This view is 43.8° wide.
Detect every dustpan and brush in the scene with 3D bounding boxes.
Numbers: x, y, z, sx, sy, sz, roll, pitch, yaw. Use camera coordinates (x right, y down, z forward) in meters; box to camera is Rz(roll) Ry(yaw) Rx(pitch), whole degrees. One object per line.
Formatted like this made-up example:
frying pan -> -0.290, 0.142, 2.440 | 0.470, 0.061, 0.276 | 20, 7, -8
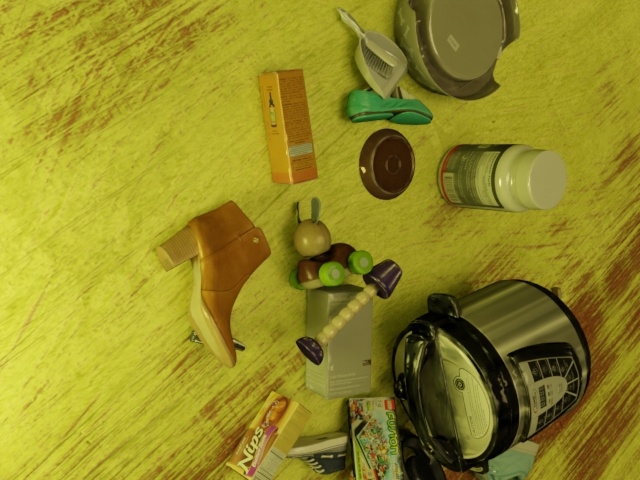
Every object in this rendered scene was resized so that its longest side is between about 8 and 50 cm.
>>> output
dustpan and brush -> 0.107, -0.431, 1.769 | 0.211, 0.060, 0.147 | 39, 51, -7

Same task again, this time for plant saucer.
plant saucer -> 0.164, -0.178, 1.866 | 0.168, 0.029, 0.169 | -4, 97, -36

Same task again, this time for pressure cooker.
pressure cooker -> 0.372, 0.317, 1.868 | 0.420, 0.370, 0.375 | -18, 149, -32

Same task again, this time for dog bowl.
dog bowl -> 0.321, -0.505, 1.895 | 0.348, 0.102, 0.349 | -4, 97, -34

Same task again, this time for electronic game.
electronic game -> 0.235, 0.563, 1.915 | 0.229, 0.048, 0.229 | 40, 29, -28

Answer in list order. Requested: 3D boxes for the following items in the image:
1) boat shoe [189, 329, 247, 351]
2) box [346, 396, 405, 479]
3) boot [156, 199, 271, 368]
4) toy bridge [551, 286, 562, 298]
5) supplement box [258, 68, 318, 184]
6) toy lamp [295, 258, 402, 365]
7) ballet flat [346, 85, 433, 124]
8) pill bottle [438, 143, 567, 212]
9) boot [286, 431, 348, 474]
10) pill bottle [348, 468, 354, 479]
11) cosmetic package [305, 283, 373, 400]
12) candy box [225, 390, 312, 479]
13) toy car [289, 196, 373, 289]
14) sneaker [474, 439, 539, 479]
boat shoe -> -0.210, 0.209, 1.634 | 0.125, 0.046, 0.038 | 25, 81, -32
box -> 0.126, 0.465, 1.827 | 0.114, 0.036, 0.207 | -1, 66, -9
boot -> -0.175, 0.082, 1.590 | 0.211, 0.104, 0.295 | -31, 99, -32
toy bridge -> 0.607, 0.194, 2.224 | 0.188, 0.026, 0.063 | -25, 110, -30
supplement box -> -0.067, -0.238, 1.665 | 0.080, 0.078, 0.234 | -18, 106, -33
toy lamp -> 0.066, 0.144, 1.686 | 0.274, 0.080, 0.080 | -41, 117, -18
ballet flat -> 0.162, -0.313, 1.820 | 0.247, 0.083, 0.087 | -4, 83, -37
pill bottle -> 0.432, -0.150, 1.902 | 0.161, 0.283, 0.161 | -5, 98, -35
boot -> -0.013, 0.488, 1.791 | 0.190, 0.069, 0.086 | 1, 92, -37
pill bottle -> 0.100, 0.653, 1.859 | 0.121, 0.121, 0.216 | 20, 84, -35
cosmetic package -> 0.041, 0.220, 1.780 | 0.127, 0.107, 0.238 | -5, 101, -31
candy box -> -0.110, 0.422, 1.691 | 0.053, 0.109, 0.187 | 45, 71, -30
toy car -> 0.000, 0.000, 1.707 | 0.149, 0.155, 0.188 | -20, 94, -32
sneaker -> 0.442, 0.571, 2.084 | 0.366, 0.135, 0.150 | 21, 80, -34
